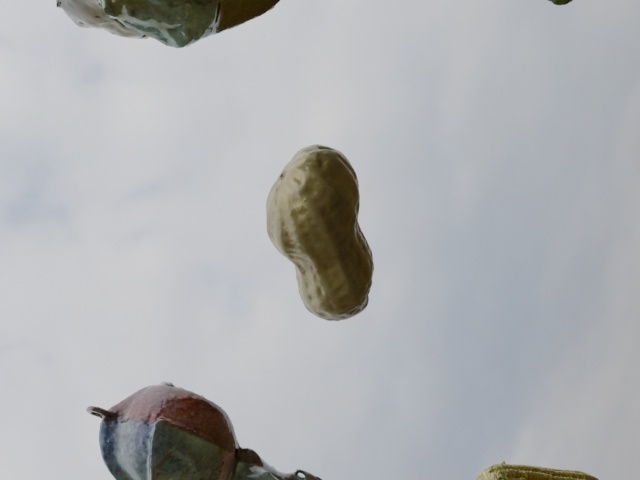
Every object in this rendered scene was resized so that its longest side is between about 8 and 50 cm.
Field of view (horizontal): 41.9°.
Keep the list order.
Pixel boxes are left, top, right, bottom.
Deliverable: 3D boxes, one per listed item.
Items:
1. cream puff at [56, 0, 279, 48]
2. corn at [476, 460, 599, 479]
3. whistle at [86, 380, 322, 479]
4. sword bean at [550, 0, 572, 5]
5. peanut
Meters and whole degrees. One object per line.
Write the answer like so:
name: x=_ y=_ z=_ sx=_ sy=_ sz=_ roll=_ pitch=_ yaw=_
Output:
cream puff: x=-0.140 y=-0.375 z=0.825 sx=0.378 sy=0.276 sz=0.377 roll=173 pitch=90 yaw=-82
corn: x=0.229 y=0.272 z=0.857 sx=0.165 sy=0.063 sz=0.085 roll=19 pitch=-101 yaw=-28
whistle: x=-0.117 y=0.264 z=0.990 sx=0.142 sy=0.346 sz=0.133 roll=-48 pitch=25 yaw=36
sword bean: x=0.278 y=-0.277 z=0.881 sx=0.269 sy=0.038 sz=0.043 roll=-33 pitch=-69 yaw=-57
peanut: x=0.000 y=0.000 z=1.035 sx=0.123 sy=0.124 sz=0.256 roll=-46 pitch=-40 yaw=-37
